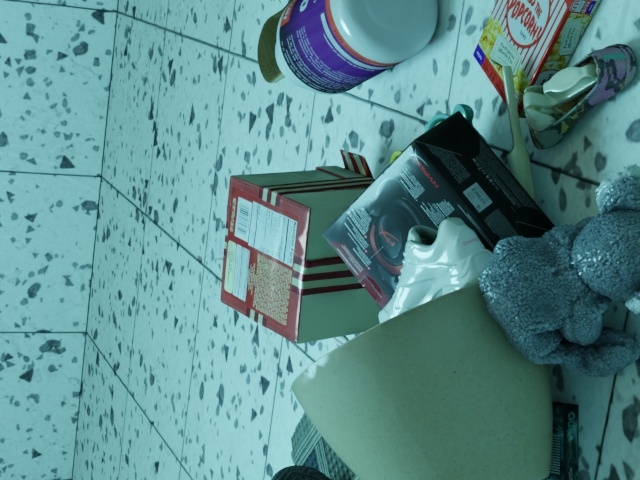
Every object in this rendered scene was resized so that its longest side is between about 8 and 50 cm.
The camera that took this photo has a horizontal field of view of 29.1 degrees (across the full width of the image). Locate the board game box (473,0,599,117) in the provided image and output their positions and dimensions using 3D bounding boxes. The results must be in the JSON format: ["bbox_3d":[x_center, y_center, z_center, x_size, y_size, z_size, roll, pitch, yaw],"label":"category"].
[{"bbox_3d":[0.284,-0.283,1.647,0.147,0.045,0.193,-115,36,-42],"label":"board game box"}]

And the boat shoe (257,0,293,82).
[{"bbox_3d":[-0.025,-0.395,2.276,0.302,0.098,0.109,-52,56,49],"label":"boat shoe"}]

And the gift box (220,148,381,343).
[{"bbox_3d":[0.000,0.000,1.985,0.276,0.258,0.255,31,119,47],"label":"gift box"}]

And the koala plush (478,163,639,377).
[{"bbox_3d":[0.319,0.034,1.408,0.221,0.203,0.196,-34,57,46],"label":"koala plush"}]

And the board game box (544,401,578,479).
[{"bbox_3d":[0.278,0.274,1.643,0.186,0.026,0.126,175,96,-65],"label":"board game box"}]

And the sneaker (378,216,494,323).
[{"bbox_3d":[0.140,0.041,1.587,0.232,0.090,0.115,-43,69,48],"label":"sneaker"}]

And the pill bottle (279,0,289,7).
[{"bbox_3d":[-0.055,-0.481,2.378,0.116,0.065,0.065,-119,39,-49],"label":"pill bottle"}]

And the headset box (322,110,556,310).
[{"bbox_3d":[0.150,-0.001,1.688,0.218,0.110,0.293,51,141,6],"label":"headset box"}]

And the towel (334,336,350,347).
[{"bbox_3d":[0.087,0.245,1.935,0.197,0.029,0.144,62,170,-31],"label":"towel"}]

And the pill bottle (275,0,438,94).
[{"bbox_3d":[0.043,-0.345,2.016,0.323,0.181,0.182,163,107,-64],"label":"pill bottle"}]

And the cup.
[{"bbox_3d":[0.159,0.223,1.551,0.237,0.331,0.331,66,148,15],"label":"cup"}]

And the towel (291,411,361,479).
[{"bbox_3d":[0.038,0.403,2.145,0.324,0.056,0.312,118,148,-48],"label":"towel"}]

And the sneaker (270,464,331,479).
[{"bbox_3d":[0.014,0.544,1.982,0.385,0.145,0.147,61,149,24],"label":"sneaker"}]

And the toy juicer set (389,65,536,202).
[{"bbox_3d":[0.198,-0.079,1.723,0.329,0.089,0.209,-44,62,63],"label":"toy juicer set"}]

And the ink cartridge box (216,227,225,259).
[{"bbox_3d":[-0.134,0.001,2.459,0.150,0.109,0.063,165,105,-64],"label":"ink cartridge box"}]

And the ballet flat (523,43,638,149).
[{"bbox_3d":[0.306,-0.183,1.553,0.221,0.079,0.077,139,128,-58],"label":"ballet flat"}]
